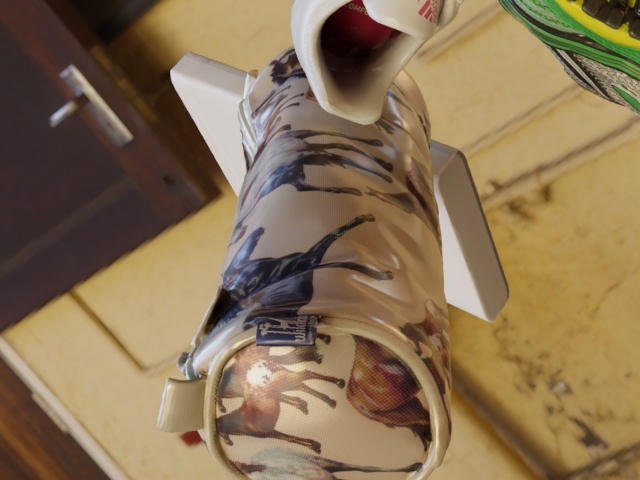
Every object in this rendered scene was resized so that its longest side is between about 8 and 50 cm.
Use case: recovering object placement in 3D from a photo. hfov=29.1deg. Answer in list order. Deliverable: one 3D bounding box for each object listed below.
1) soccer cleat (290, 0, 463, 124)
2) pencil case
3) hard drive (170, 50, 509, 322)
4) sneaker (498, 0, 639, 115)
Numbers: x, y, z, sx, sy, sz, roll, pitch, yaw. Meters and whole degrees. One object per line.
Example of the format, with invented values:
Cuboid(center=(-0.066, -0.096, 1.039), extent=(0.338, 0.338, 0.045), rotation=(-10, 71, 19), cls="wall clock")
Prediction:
Cuboid(center=(0.077, -0.217, 0.800), extent=(0.143, 0.116, 0.331), rotation=(-97, 26, -44), cls="soccer cleat")
Cuboid(center=(0.000, 0.000, 0.927), extent=(0.410, 0.183, 0.160), rotation=(-86, 18, -54), cls="pencil case")
Cuboid(center=(0.019, -0.059, 1.267), extent=(0.353, 0.233, 0.047), rotation=(25, 65, 36), cls="hard drive")
Cuboid(center=(0.285, -0.143, 0.947), extent=(0.134, 0.343, 0.146), rotation=(-51, 3, -11), cls="sneaker")
